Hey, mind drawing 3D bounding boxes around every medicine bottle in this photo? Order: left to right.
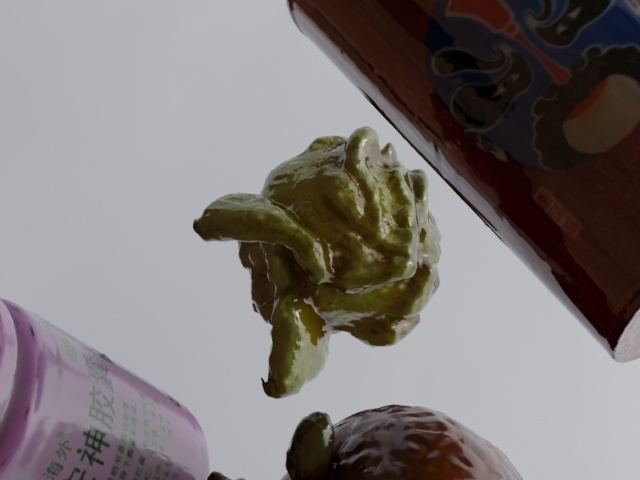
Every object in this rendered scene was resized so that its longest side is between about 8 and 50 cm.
[{"bbox_3d":[-0.229,0.142,0.810,0.178,0.291,0.178,-18,-128,25],"label":"medicine bottle"}]

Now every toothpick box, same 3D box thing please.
[{"bbox_3d":[0.153,-0.108,0.742,0.333,0.204,0.204,49,-50,25],"label":"toothpick box"}]

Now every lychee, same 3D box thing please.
[{"bbox_3d":[0.040,0.240,0.806,0.300,0.255,0.255,41,-46,-9],"label":"lychee"}]

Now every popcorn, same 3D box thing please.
[{"bbox_3d":[0.004,0.004,1.445,0.290,0.326,0.321,-44,-147,28],"label":"popcorn"}]
